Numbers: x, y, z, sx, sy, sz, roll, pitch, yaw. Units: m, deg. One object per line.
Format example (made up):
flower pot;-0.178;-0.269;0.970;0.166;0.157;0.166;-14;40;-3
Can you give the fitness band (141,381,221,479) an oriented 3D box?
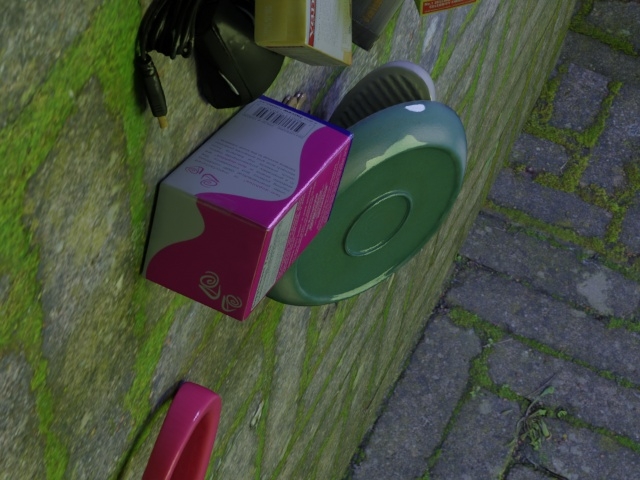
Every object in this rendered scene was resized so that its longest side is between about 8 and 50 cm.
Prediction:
fitness band;-0.183;0.296;1.646;0.209;0.054;0.291;-51;161;-56

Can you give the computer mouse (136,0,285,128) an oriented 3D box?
computer mouse;-0.081;-0.155;1.207;0.262;0.060;0.184;88;26;-64

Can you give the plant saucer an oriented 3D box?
plant saucer;0.059;-0.030;1.713;0.318;0.043;0.317;-30;150;-19

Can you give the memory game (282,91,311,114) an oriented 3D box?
memory game;-0.052;-0.080;1.613;0.186;0.012;0.186;23;90;-79

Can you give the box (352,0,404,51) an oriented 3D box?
box;0.100;-0.319;1.392;0.231;0.056;0.183;-61;-176;-28

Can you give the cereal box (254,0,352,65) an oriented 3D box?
cereal box;-0.011;-0.242;1.225;0.240;0.047;0.173;-12;103;-80

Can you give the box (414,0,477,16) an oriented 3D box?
box;0.158;-0.373;1.799;0.232;0.087;0.058;89;-14;-68

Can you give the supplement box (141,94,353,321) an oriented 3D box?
supplement box;-0.067;-0.036;1.376;0.220;0.111;0.114;-49;160;-56

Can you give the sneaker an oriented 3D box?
sneaker;0.060;-0.099;1.854;0.150;0.135;0.366;-68;-178;-52
